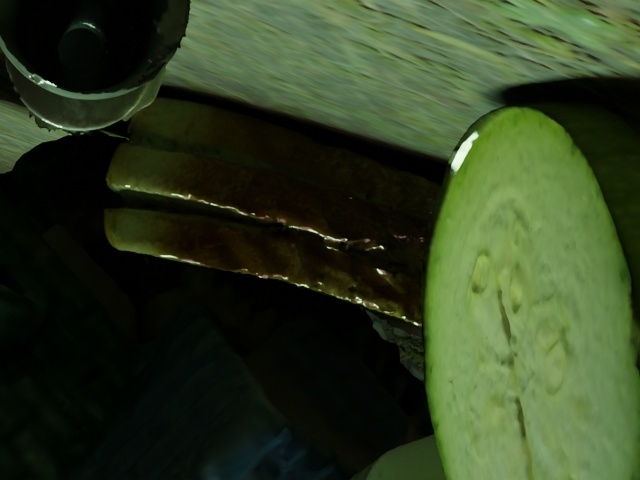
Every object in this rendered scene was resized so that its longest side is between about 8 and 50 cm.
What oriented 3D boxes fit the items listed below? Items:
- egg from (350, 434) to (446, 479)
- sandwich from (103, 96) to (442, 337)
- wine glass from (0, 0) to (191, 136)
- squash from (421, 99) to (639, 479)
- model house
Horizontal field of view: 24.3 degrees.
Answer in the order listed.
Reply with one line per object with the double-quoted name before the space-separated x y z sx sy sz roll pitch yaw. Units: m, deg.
"egg" 0.160 0.314 0.847 0.354 0.340 0.355 -2 142 -2
"sandwich" 0.002 -0.005 0.999 0.254 0.100 0.288 14 176 12
"wine glass" -0.088 -0.081 0.560 0.072 0.072 0.155 18 176 -9
"squash" 0.095 0.049 0.602 0.041 0.219 0.219 -2 -178 -17
"model house" -0.172 0.138 1.070 0.445 0.395 0.400 48 -175 8
